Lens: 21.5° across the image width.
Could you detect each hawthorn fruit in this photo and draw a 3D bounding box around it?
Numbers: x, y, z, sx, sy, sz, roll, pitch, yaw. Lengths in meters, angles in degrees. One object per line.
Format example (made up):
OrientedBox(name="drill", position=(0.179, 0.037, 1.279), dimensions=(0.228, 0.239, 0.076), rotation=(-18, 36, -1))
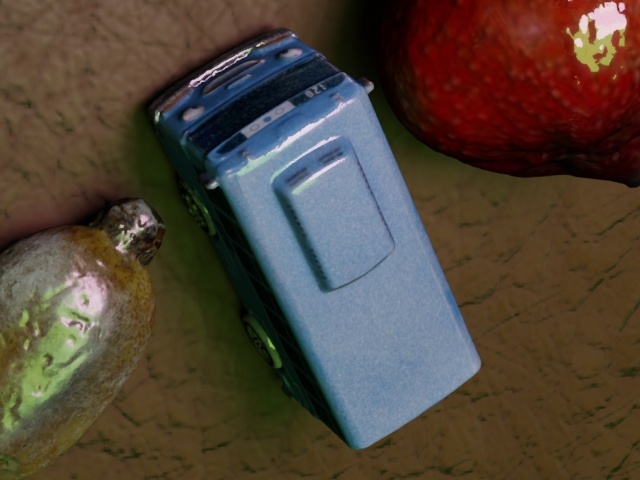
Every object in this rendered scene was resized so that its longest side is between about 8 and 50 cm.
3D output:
OrientedBox(name="hawthorn fruit", position=(0.158, -0.166, 1.017), dimensions=(0.230, 0.210, 0.266), rotation=(7, 94, -26))

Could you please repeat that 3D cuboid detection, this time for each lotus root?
OrientedBox(name="lotus root", position=(-0.160, 0.054, 1.003), dimensions=(0.113, 0.088, 0.192), rotation=(41, 88, -26))

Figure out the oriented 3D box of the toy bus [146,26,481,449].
OrientedBox(name="toy bus", position=(0.000, 0.000, 1.035), dimensions=(0.116, 0.133, 0.234), rotation=(-32, 121, -12))
